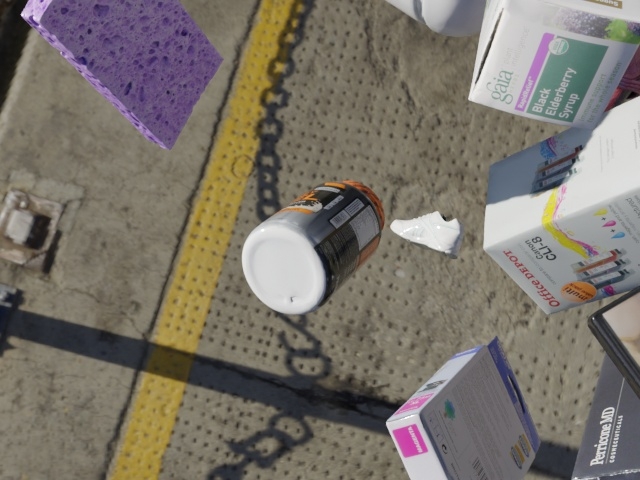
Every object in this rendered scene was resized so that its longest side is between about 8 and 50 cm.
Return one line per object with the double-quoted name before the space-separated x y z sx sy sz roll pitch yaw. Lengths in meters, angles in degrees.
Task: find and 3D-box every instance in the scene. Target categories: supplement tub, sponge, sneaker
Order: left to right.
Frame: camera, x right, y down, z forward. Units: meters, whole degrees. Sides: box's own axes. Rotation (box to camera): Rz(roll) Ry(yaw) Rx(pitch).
"sponge" -0.174 -0.188 0.723 0.031 0.210 0.117 22 76 30
"supplement tub" 0.000 0.000 0.922 0.117 0.190 0.117 12 117 24
"sneaker" 0.173 -0.016 1.219 0.152 0.053 0.061 21 87 52

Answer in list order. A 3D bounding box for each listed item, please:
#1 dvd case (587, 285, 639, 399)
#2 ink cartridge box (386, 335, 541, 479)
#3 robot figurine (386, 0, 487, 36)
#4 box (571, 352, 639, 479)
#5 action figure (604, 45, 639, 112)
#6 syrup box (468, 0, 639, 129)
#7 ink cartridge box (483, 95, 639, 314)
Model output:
"dvd case" 0.319 0.109 0.484 0.180 0.022 0.253 -30 70 -3
"ink cartridge box" 0.209 0.264 1.050 0.065 0.311 0.186 -24 89 34
"robot figurine" 0.158 -0.426 1.098 0.353 0.300 0.200 41 114 25
"box" 0.454 0.175 0.750 0.312 0.343 0.179 -21 102 35
"action figure" 0.482 -0.345 1.252 0.275 0.248 0.370 2 91 -5
"syrup box" 0.180 -0.200 0.572 0.096 0.093 0.237 13 52 4
"ink cartridge box" 0.270 -0.029 0.760 0.176 0.128 0.127 -25 35 38
